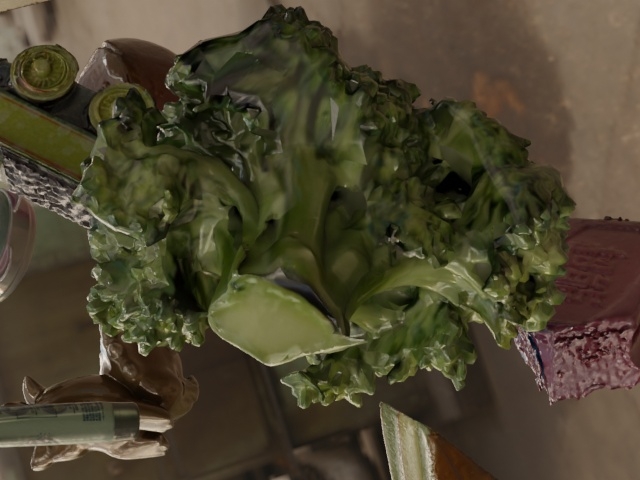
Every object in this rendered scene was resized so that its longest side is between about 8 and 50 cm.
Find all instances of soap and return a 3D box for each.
[{"bbox_3d":[0.280,0.072,1.453,0.162,0.250,0.099,4,119,25],"label":"soap"}]

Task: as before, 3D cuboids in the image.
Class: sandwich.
[{"bbox_3d":[0.174,0.280,1.871,0.117,0.144,0.187,25,133,49],"label":"sandwich"}]

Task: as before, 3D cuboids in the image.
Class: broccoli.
[{"bbox_3d":[-0.009,-0.011,1.106,0.338,0.317,0.277,48,125,21],"label":"broccoli"}]

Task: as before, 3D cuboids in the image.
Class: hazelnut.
[{"bbox_3d":[-0.274,-0.215,2.094,0.208,0.208,0.208,163,90,-72],"label":"hazelnut"}]

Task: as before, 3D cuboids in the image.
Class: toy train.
[{"bbox_3d":[-0.316,-0.126,1.762,0.261,0.177,0.134,26,155,8],"label":"toy train"}]

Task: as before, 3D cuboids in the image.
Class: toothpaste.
[{"bbox_3d":[-0.286,0.172,1.306,0.062,0.239,0.039,-142,56,-60],"label":"toothpaste"}]

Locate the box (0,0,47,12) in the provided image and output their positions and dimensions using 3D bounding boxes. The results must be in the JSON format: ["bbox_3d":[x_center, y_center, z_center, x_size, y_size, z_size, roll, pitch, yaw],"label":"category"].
[{"bbox_3d":[-0.325,-0.365,1.298,0.239,0.339,0.229,68,-171,-73],"label":"box"}]

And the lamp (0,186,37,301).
[{"bbox_3d":[-0.521,0.013,2.144,0.246,0.108,0.179,-27,49,49],"label":"lamp"}]

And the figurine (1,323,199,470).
[{"bbox_3d":[-0.297,0.202,1.942,0.177,0.247,0.173,69,-169,-54],"label":"figurine"}]
